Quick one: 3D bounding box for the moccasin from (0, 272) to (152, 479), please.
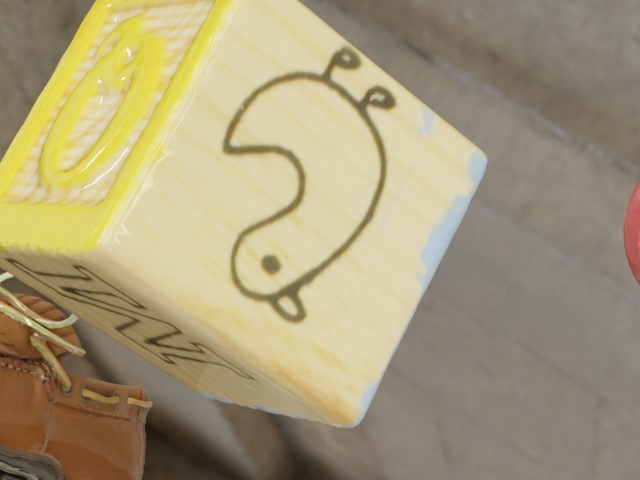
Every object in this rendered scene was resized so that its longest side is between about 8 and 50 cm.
[{"bbox_3d":[-0.226,0.089,1.333,0.139,0.147,0.380,7,162,33],"label":"moccasin"}]

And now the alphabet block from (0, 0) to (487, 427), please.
[{"bbox_3d":[-0.057,-0.025,1.122,0.197,0.192,0.193,35,162,-29],"label":"alphabet block"}]

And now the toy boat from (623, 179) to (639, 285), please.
[{"bbox_3d":[0.323,-0.019,1.457,0.231,0.151,0.151,-2,-161,-30],"label":"toy boat"}]
